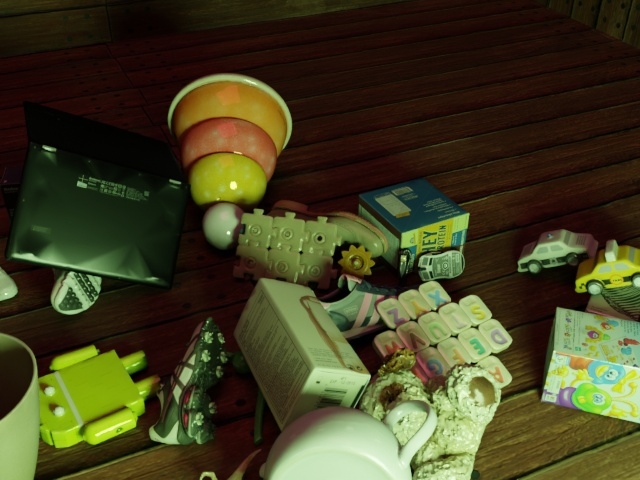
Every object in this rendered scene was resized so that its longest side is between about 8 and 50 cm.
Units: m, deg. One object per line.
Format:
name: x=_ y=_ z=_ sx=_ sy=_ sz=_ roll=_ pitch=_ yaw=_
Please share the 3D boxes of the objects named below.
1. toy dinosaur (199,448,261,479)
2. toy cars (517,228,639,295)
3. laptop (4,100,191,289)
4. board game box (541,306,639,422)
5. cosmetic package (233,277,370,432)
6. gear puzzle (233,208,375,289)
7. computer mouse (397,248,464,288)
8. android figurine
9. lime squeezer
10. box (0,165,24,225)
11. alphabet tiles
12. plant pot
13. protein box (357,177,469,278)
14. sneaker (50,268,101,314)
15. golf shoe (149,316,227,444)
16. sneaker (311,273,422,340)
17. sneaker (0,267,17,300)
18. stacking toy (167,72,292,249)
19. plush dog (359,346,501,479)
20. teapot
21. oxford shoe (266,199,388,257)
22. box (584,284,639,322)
toy dinosaur: x=-0.168 y=0.436 z=1.276 sx=0.092 sy=0.053 sz=0.183 roll=20 pitch=44 yaw=1
toy cars: x=0.598 y=0.030 z=1.692 sx=0.176 sy=0.087 sz=0.393 roll=-30 pitch=19 yaw=-14
laptop: x=-0.538 y=-0.113 z=1.785 sx=0.381 sy=0.408 sz=0.236 roll=14 pitch=-11 yaw=-31
board game box: x=0.588 y=0.250 z=1.453 sx=0.275 sy=0.142 sz=0.144 roll=10 pitch=36 yaw=15
cosmetic package: x=-0.044 y=0.217 z=1.419 sx=0.129 sy=0.153 sz=0.296 roll=13 pitch=24 yaw=-32
gear puzzle: x=-0.035 y=0.027 z=1.778 sx=0.338 sy=0.176 sz=0.044 roll=7 pitch=-4 yaw=10
computer mouse: x=0.261 y=0.065 z=1.781 sx=0.193 sy=0.106 sz=0.042 roll=-6 pitch=7 yaw=-29
android figurine: x=-0.454 y=0.302 z=1.449 sx=0.272 sy=0.056 sz=0.248 roll=-17 pitch=39 yaw=-26
lime squeezer: x=-0.158 y=0.278 z=1.502 sx=0.110 sy=0.059 sz=0.310 roll=-43 pitch=48 yaw=-6
box: x=-0.662 y=-0.099 z=1.910 sx=0.261 sy=0.184 sz=0.103 roll=-6 pitch=36 yaw=-9
alphabet tiles: x=0.254 y=0.209 z=1.539 sx=0.284 sy=0.021 sz=0.278 roll=-19 pitch=59 yaw=-27
plant pot: x=-0.566 y=0.333 z=1.210 sx=0.256 sy=0.274 sz=0.256 roll=0 pitch=35 yaw=0
protein box: x=0.228 y=-0.037 z=1.868 sx=0.199 sy=0.136 sz=0.201 roll=-17 pitch=38 yaw=-23
sneaker: x=-0.580 y=0.075 z=1.748 sx=0.118 sy=0.110 sz=0.292 roll=-10 pitch=32 yaw=9
golf shoe: x=-0.257 y=0.265 z=1.438 sx=0.120 sy=0.105 sz=0.273 roll=-12 pitch=42 yaw=18
sneaker: x=0.106 y=0.126 z=1.618 sx=0.319 sy=0.131 sz=0.112 roll=-16 pitch=10 yaw=-25
sneaker: x=-0.791 y=0.067 z=1.749 sx=0.212 sy=0.094 sz=0.080 roll=30 pitch=43 yaw=35
stacking toy: x=-0.251 y=-0.180 z=1.981 sx=0.350 sy=0.351 sz=0.480 roll=-1 pitch=50 yaw=-1
plush dog: x=0.179 y=0.311 z=1.332 sx=0.225 sy=0.263 sz=0.210 roll=20 pitch=5 yaw=11
teapot: x=0.035 y=0.362 z=1.217 sx=0.256 sy=0.253 sz=0.187 roll=15 pitch=24 yaw=0
oxford shoe: x=0.000 y=0.000 z=1.846 sx=0.348 sy=0.123 sz=0.130 roll=12 pitch=43 yaw=31
box: x=0.670 y=0.129 z=1.670 sx=0.113 sy=0.094 sz=0.275 roll=16 pitch=38 yaw=23
